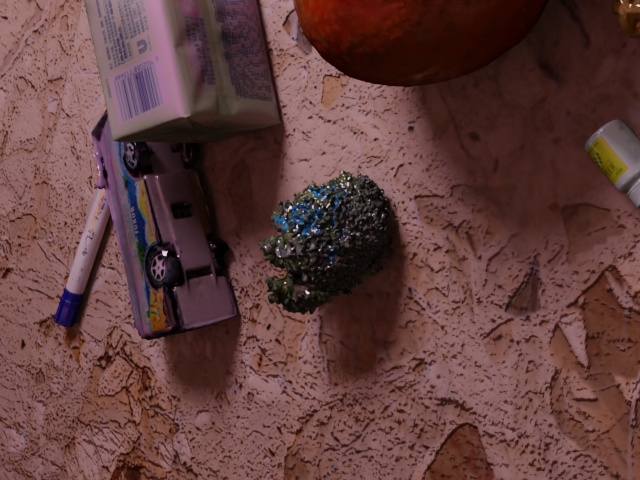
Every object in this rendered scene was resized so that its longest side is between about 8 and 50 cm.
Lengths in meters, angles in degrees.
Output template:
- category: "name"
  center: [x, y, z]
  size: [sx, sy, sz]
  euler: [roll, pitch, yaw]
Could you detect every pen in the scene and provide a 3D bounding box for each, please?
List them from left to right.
- category: "pen"
  center: [-0.338, 0.009, 1.457]
  size: [0.033, 0.033, 0.269]
  euler: [35, 113, 29]

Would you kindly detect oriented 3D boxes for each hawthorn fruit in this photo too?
- category: "hawthorn fruit"
  center: [0.109, -0.295, 0.959]
  size: [0.275, 0.300, 0.275]
  euler: [161, 90, -77]

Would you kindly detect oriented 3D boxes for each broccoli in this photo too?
- category: "broccoli"
  center: [0.000, 0.000, 1.159]
  size: [0.160, 0.155, 0.167]
  euler: [-151, 63, -74]

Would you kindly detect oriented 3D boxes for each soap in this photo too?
- category: "soap"
  center: [-0.165, -0.223, 1.214]
  size: [0.138, 0.182, 0.199]
  euler: [-15, 86, 38]

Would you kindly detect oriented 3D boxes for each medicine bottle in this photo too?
- category: "medicine bottle"
  center: [0.299, -0.074, 0.968]
  size: [0.047, 0.047, 0.083]
  euler: [-46, 68, 30]

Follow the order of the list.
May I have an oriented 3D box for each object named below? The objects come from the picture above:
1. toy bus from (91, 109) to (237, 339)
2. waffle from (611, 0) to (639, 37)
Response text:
- category: "toy bus"
  center: [-0.215, -0.031, 1.321]
  size: [0.138, 0.112, 0.316]
  euler: [-21, 81, 46]
- category: "waffle"
  center: [0.374, -0.275, 0.891]
  size: [0.253, 0.056, 0.249]
  euler: [-23, 81, 34]
